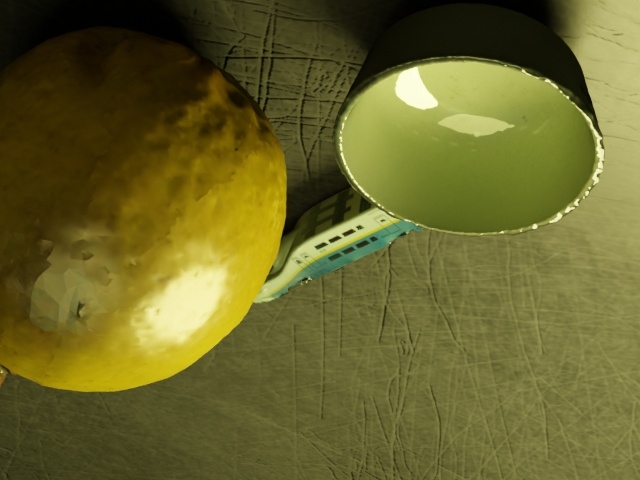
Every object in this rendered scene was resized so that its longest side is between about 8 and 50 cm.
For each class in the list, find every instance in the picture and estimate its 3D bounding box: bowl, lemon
[{"bbox_3d":[0.118,-0.107,1.221,0.211,0.112,0.211,5,143,4],"label":"bowl"},{"bbox_3d":[-0.170,-0.025,1.257,0.297,0.297,0.297,6,143,5],"label":"lemon"}]

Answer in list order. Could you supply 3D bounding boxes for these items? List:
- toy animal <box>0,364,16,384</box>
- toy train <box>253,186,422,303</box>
[{"bbox_3d":[-0.468,0.166,1.724,0.312,0.097,0.157,0,-178,3],"label":"toy animal"},{"bbox_3d":[0.000,0.000,1.440,0.234,0.052,0.051,-25,128,38],"label":"toy train"}]
